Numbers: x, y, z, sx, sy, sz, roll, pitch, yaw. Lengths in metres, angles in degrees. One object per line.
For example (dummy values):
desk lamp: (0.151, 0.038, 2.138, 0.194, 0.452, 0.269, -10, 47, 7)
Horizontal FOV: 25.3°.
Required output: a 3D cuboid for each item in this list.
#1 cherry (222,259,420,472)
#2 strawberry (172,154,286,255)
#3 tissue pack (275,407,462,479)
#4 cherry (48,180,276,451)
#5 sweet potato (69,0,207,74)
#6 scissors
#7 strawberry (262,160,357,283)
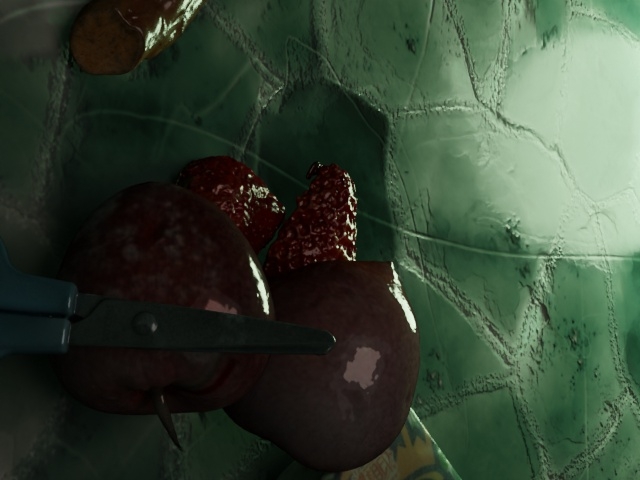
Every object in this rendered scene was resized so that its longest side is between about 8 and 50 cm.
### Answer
cherry: (0.004, 0.133, 1.618, 0.206, 0.239, 0.239, -16, 97, -66)
strawberry: (-0.100, -0.028, 1.687, 0.187, 0.082, 0.146, -7, 97, -50)
tissue pack: (0.083, 0.369, 1.760, 0.228, 0.128, 0.311, -47, 111, -37)
cherry: (-0.168, 0.084, 1.491, 0.236, 0.213, 0.285, -5, 71, -19)
sweet potato: (-0.181, -0.270, 1.613, 0.251, 0.097, 0.097, -44, 115, -37)
scissors: (-0.208, 0.078, 1.368, 0.029, 0.447, 0.193, 84, 12, -74)
strawberry: (0.000, 0.000, 1.732, 0.121, 0.082, 0.188, 21, 91, -63)
